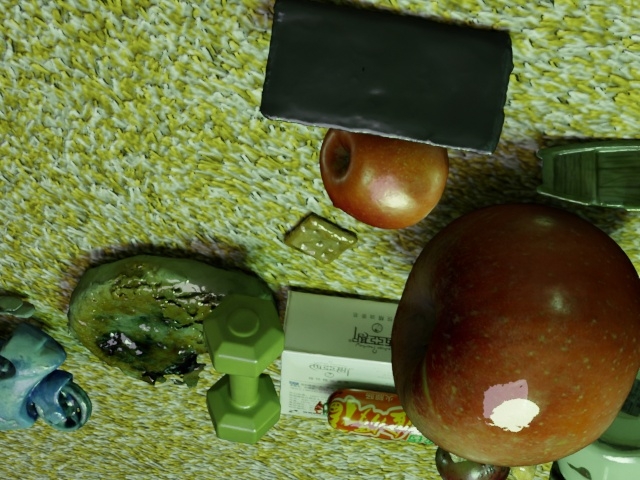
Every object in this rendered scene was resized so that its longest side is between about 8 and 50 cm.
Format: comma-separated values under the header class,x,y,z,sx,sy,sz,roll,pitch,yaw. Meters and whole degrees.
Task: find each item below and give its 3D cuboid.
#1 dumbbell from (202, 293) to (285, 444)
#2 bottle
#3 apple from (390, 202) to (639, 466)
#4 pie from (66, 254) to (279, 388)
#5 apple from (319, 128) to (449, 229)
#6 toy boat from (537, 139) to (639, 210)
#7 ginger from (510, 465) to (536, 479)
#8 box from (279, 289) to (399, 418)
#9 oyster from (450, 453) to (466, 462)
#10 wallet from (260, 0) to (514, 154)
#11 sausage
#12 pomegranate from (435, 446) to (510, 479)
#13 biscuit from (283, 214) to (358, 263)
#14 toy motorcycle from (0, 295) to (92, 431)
class,x,y,z,sx,sy,sz,roll,pitch,yaw
dumbbell,-0.114,0.196,1.991,0.108,0.121,0.302,-16,148,-13
bottle,0.458,0.339,2.089,0.229,0.229,0.351,4,144,8
apple,0.256,0.124,1.745,0.277,0.348,0.348,9,145,-17
pie,-0.238,0.125,2.085,0.296,0.078,0.371,35,138,-29
apple,0.075,-0.094,1.644,0.139,0.163,0.163,17,145,-29
toy boat,0.416,-0.079,1.645,0.293,0.093,0.055,-1,161,14
ginger,0.288,0.214,2.000,0.065,0.118,0.298,-8,110,18
box,0.076,0.191,2.064,0.274,0.116,0.203,6,146,3
oyster,0.273,0.279,2.097,0.200,0.061,0.106,-10,110,-22
wallet,0.077,-0.191,1.550,0.285,0.146,0.030,9,-172,-1
sausage,0.122,0.266,1.996,0.264,0.083,0.083,7,144,2
pomegranate,0.260,0.358,2.249,0.129,0.129,0.159,6,135,5
biscuit,0.000,0.000,1.907,0.083,0.018,0.081,26,140,-22
toy motorcycle,-0.545,0.218,2.190,0.319,0.182,0.241,-3,142,20
